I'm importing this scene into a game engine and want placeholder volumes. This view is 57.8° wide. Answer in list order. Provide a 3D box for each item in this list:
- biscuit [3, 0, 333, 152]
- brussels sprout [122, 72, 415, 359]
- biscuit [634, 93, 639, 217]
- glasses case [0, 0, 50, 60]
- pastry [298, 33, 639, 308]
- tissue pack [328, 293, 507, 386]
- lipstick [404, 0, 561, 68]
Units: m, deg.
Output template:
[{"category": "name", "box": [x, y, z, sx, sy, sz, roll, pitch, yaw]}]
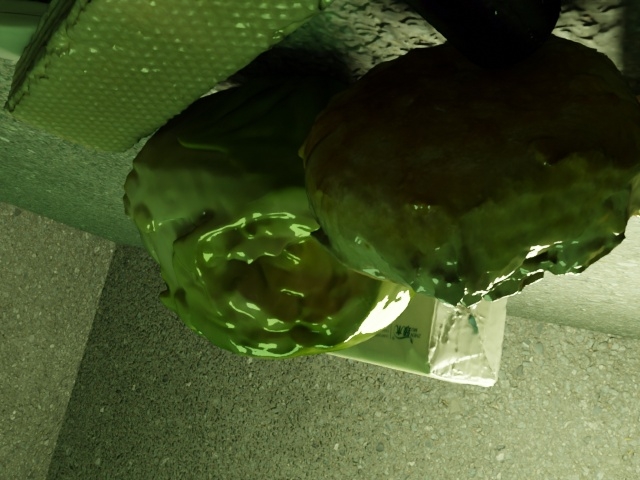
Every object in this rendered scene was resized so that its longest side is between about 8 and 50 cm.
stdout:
[{"category": "biscuit", "box": [-0.160, -0.175, 0.502, 0.144, 0.079, 0.426, 19, 160, -37]}, {"category": "brussels sprout", "box": [-0.039, -0.037, 0.634, 0.343, 0.344, 0.268, 13, 137, 3]}, {"category": "biscuit", "box": [0.292, -0.080, 0.402, 0.030, 0.160, 0.249, 49, 158, -17]}, {"category": "glasses case", "box": [-0.323, -0.228, 0.636, 0.197, 0.049, 0.076, 9, 167, 13]}, {"category": "pastry", "box": [0.106, -0.061, 0.438, 0.236, 0.256, 0.121, 53, 167, 51]}, {"category": "tissue pack", "box": [0.182, 0.121, 1.202, 0.207, 0.297, 0.380, 17, 168, -31]}, {"category": "lipstick", "box": [0.038, -0.188, 0.303, 0.081, 0.081, 0.299, 4, 167, 43]}]
